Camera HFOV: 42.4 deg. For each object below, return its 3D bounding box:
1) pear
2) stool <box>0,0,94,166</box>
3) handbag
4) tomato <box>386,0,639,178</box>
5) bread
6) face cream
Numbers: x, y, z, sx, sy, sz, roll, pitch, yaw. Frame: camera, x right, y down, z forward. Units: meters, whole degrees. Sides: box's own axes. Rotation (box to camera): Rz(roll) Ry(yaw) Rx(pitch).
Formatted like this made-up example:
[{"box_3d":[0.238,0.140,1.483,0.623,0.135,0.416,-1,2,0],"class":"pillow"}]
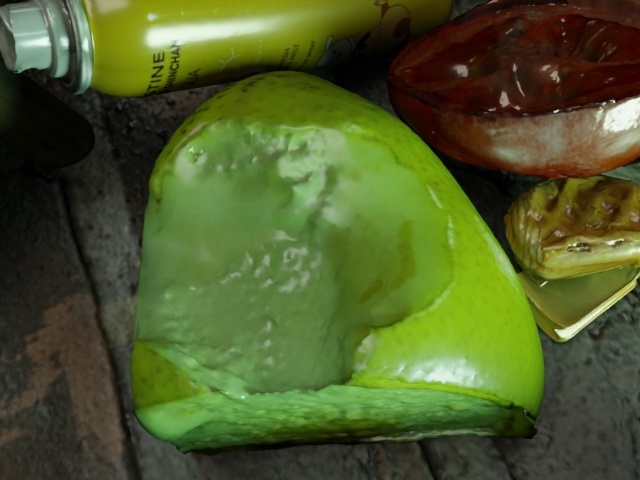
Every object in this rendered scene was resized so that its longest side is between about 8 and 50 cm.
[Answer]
[{"box_3d":[0.000,0.000,0.575,0.286,0.176,0.282,-4,62,6],"class":"pear"},{"box_3d":[-0.383,-0.089,0.650,0.310,0.226,0.310,25,72,20],"class":"stool"},{"box_3d":[0.187,0.029,0.610,0.083,0.027,0.061,-35,60,-14],"class":"handbag"},{"box_3d":[0.165,-0.107,0.619,0.227,0.101,0.228,-7,34,4],"class":"tomato"},{"box_3d":[0.187,-0.011,0.594,0.110,0.044,0.083,-8,51,-1],"class":"bread"},{"box_3d":[-0.063,-0.174,0.625,0.348,0.105,0.105,-16,59,-30],"class":"face cream"}]
